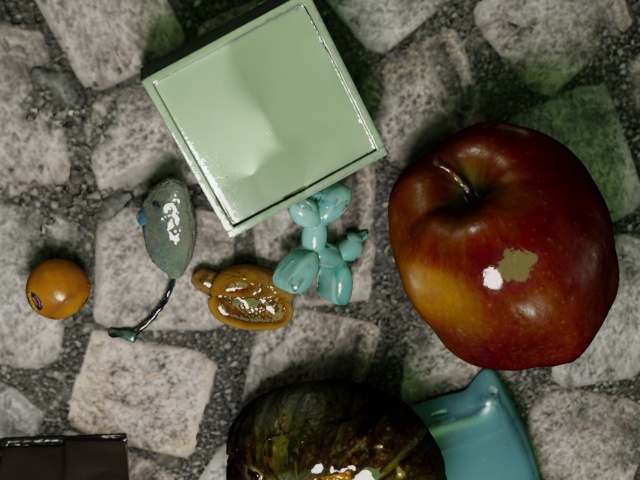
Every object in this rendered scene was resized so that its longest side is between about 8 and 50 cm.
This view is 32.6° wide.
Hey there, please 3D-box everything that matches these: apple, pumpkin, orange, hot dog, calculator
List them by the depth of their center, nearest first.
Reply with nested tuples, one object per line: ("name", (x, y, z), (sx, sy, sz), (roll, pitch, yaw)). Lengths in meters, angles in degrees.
("apple", (0.234, 0.012, 1.392), (0.288, 0.288, 0.317), (-31, 127, 1))
("orange", (-0.340, 0.063, 1.417), (0.083, 0.083, 0.084), (-3, 108, -9))
("hot dog", (-0.104, 0.074, 1.474), (0.140, 0.060, 0.090), (3, 103, -17))
("pumpkin", (0.021, 0.340, 1.480), (0.320, 0.192, 0.320), (4, 104, 15))
("calculator", (0.207, 0.390, 1.629), (0.256, 0.054, 0.386), (-16, 113, -3))

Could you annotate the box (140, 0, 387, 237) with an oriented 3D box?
("box", (-0.072, -0.164, 1.368), (0.225, 0.117, 0.225), (-28, 109, 0))

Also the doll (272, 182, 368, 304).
("doll", (0.000, 0.000, 1.446), (0.159, 0.059, 0.159), (25, 86, -44))

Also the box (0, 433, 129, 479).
("box", (-0.342, 0.411, 1.490), (0.188, 0.153, 0.252), (-1, 107, -10))

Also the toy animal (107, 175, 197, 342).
("toy animal", (-0.210, 0.028, 1.443), (0.079, 0.070, 0.253), (27, 118, 19))
